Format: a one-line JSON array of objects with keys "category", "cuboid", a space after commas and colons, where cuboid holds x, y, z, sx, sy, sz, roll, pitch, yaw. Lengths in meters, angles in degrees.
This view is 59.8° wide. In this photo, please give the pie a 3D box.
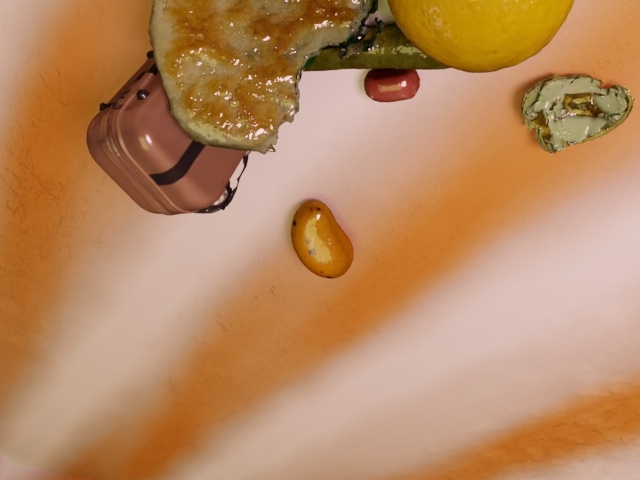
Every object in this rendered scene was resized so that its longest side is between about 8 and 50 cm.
[{"category": "pie", "cuboid": [-0.093, -0.309, 0.816, 0.296, 0.078, 0.371, 42, 86, -7]}]

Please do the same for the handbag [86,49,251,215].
[{"category": "handbag", "cuboid": [-0.220, -0.173, 0.961, 0.149, 0.302, 0.283, -5, 133, 26]}]

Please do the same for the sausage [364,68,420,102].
[{"category": "sausage", "cuboid": [0.119, -0.259, 0.931, 0.094, 0.059, 0.054, -3, 141, 15]}]

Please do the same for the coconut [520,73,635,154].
[{"category": "coconut", "cuboid": [0.397, -0.205, 0.889, 0.158, 0.055, 0.133, 18, 134, 5]}]

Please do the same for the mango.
[{"category": "mango", "cuboid": [-0.002, 0.002, 1.174, 0.115, 0.090, 0.178, -24, 116, 22]}]

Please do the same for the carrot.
[{"category": "carrot", "cuboid": [0.053, -0.310, 0.906, 0.359, 0.074, 0.074, 4, 130, 19]}]

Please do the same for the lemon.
[{"category": "lemon", "cuboid": [0.209, -0.329, 0.719, 0.240, 0.240, 0.219, -12, 116, 26]}]
